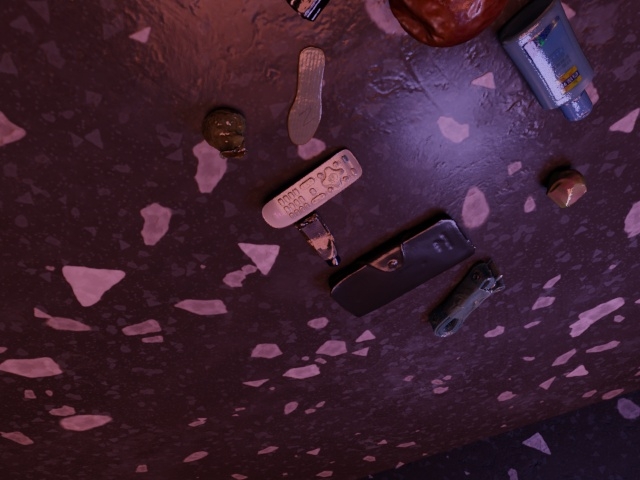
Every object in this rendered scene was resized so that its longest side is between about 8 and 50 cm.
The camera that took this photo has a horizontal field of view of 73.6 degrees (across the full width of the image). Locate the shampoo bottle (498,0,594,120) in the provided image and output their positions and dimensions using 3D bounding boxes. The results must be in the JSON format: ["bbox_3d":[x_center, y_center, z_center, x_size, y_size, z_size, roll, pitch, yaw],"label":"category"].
[{"bbox_3d":[0.427,-0.312,0.778,0.104,0.061,0.259,-40,130,24],"label":"shampoo bottle"}]

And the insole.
[{"bbox_3d":[-0.025,-0.253,0.773,0.064,0.004,0.188,-1,134,-13],"label":"insole"}]

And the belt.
[{"bbox_3d":[0.423,0.177,1.251,0.088,0.072,0.302,14,131,-19],"label":"belt"}]

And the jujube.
[{"bbox_3d":[0.207,-0.390,0.571,0.255,0.190,0.190,-43,129,12],"label":"jujube"}]

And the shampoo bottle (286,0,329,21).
[{"bbox_3d":[0.051,-0.420,0.556,0.104,0.104,0.278,25,124,-32],"label":"shampoo bottle"}]

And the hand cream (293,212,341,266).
[{"bbox_3d":[0.000,0.000,1.009,0.062,0.039,0.163,-23,128,13],"label":"hand cream"}]

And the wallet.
[{"bbox_3d":[0.209,0.073,1.115,0.378,0.051,0.197,-32,133,16],"label":"wallet"}]

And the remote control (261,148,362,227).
[{"bbox_3d":[-0.022,-0.105,0.894,0.229,0.044,0.073,-34,116,10],"label":"remote control"}]

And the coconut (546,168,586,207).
[{"bbox_3d":[0.564,-0.124,0.984,0.082,0.081,0.083,-40,165,12],"label":"coconut"}]

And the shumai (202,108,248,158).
[{"bbox_3d":[-0.170,-0.182,0.757,0.084,0.080,0.082,-14,133,4],"label":"shumai"}]
